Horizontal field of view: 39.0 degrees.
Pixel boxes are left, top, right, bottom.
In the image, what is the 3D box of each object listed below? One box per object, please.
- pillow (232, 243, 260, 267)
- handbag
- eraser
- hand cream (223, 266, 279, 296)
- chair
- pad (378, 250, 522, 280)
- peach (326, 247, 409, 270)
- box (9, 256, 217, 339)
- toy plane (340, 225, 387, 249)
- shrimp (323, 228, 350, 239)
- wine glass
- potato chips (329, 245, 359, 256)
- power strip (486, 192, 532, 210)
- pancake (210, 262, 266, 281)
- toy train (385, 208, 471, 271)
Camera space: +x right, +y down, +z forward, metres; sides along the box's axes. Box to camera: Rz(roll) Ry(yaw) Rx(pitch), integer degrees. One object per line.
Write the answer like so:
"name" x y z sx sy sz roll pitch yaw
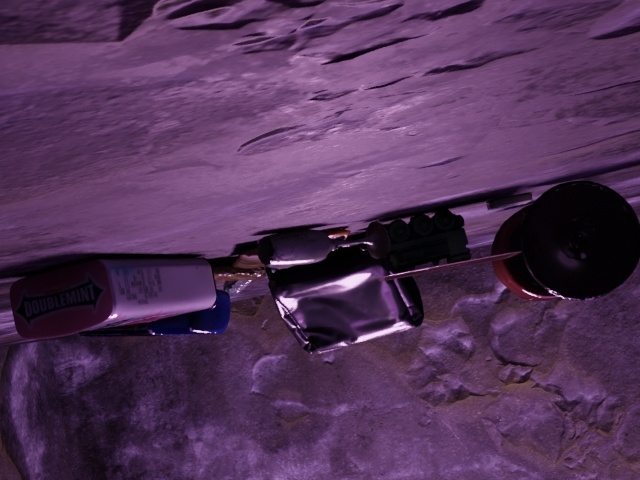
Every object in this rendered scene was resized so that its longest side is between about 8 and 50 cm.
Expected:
"pillow" -0.108 0.029 1.722 0.113 0.038 0.203 -11 175 -10
"handbag" 0.053 0.100 2.030 0.301 0.275 0.178 -16 -145 18
"eraser" -0.350 0.148 1.858 0.332 0.102 0.155 -3 172 30
"hand cream" -0.177 0.102 2.274 0.075 0.052 0.248 -9 174 -32
"chair" 0.486 0.013 1.859 0.226 0.227 0.401 -11 175 0
"pad" 0.241 0.050 1.718 0.266 0.002 0.176 -11 174 2
"peach" 0.108 0.091 2.276 0.251 0.153 0.251 -9 -179 0
"box" -0.337 0.095 1.555 0.190 0.112 0.369 -12 174 20
"toy plane" 0.143 -0.007 1.846 0.197 0.053 0.078 -8 -178 -28
"shrimp" 0.000 0.000 1.719 0.127 0.025 0.091 -20 172 41
"wine glass" 0.003 0.009 1.598 0.262 0.074 0.074 -5 172 -36
"potato chips" 0.011 0.023 2.006 0.142 0.026 0.209 -11 175 16
"power strip" 0.366 -0.074 1.751 0.090 0.016 0.040 -10 174 -6
"pancake" -0.230 0.071 1.897 0.236 0.042 0.222 -4 176 -34
"toy train" 0.197 0.003 1.716 0.170 0.111 0.071 -13 174 -7
